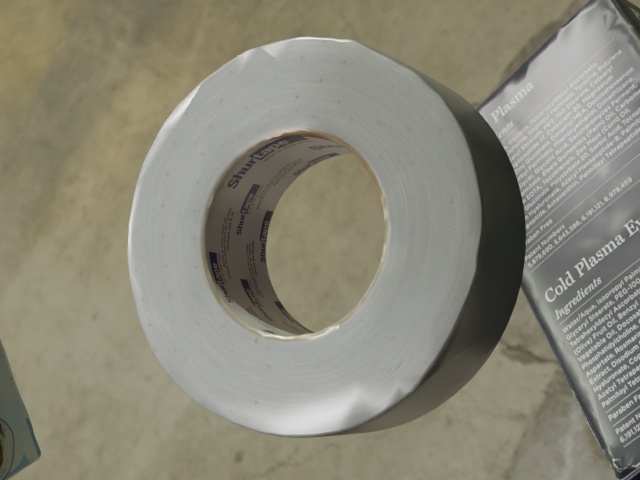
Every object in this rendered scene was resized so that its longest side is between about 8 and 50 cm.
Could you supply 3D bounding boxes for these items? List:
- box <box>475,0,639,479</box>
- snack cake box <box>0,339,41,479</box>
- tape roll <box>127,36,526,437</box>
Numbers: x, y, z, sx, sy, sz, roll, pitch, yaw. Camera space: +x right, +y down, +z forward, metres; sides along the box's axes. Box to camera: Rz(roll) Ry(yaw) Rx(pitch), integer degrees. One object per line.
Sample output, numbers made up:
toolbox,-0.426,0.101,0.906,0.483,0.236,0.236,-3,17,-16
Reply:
box,0.311,0.024,0.917,0.179,0.343,0.312,-44,49,27
snack cake box,-0.229,0.063,0.379,0.089,0.264,0.152,-10,104,36
tape roll,0.000,0.000,0.681,0.219,0.072,0.219,-3,84,28
